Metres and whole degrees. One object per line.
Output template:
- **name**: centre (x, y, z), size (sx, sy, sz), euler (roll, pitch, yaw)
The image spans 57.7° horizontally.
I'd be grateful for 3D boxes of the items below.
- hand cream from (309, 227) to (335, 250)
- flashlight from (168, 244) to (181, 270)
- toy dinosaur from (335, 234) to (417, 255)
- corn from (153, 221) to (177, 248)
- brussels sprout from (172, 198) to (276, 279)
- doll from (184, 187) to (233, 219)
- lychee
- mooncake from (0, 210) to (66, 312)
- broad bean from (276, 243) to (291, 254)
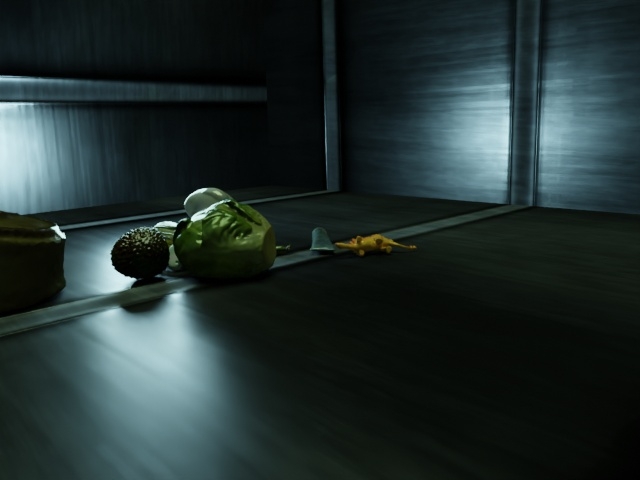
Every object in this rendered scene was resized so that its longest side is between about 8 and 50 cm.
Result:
- **hand cream**: centre (0.000, 0.000, 2.053), size (0.088, 0.055, 0.256), euler (5, 13, -5)
- **flashlight**: centre (-0.501, 0.055, 1.815), size (0.201, 0.093, 0.047), euler (-4, -27, 20)
- **toy dinosaur**: centre (0.177, 0.012, 1.936), size (0.289, 0.070, 0.117), euler (-1, 10, -22)
- **corn**: centre (-0.457, 0.003, 1.928), size (0.305, 0.123, 0.122), euler (10, 15, 44)
- **brussels sprout**: centre (-0.276, -0.003, 1.695), size (0.295, 0.227, 0.259), euler (8, 27, 9)
- **doll**: centre (-0.429, -0.083, 2.221), size (0.251, 0.221, 0.221), euler (38, 26, 18)
- **lychee**: centre (-0.522, 0.042, 1.686), size (0.171, 0.171, 0.171), euler (-2, 11, 0)
- **mooncake**: centre (-0.881, 0.043, 1.522), size (0.394, 0.246, 0.393), euler (9, 9, 33)
- **broad bean**: centre (-0.211, 0.027, 1.986), size (0.227, 0.039, 0.069), euler (3, 18, 19)
